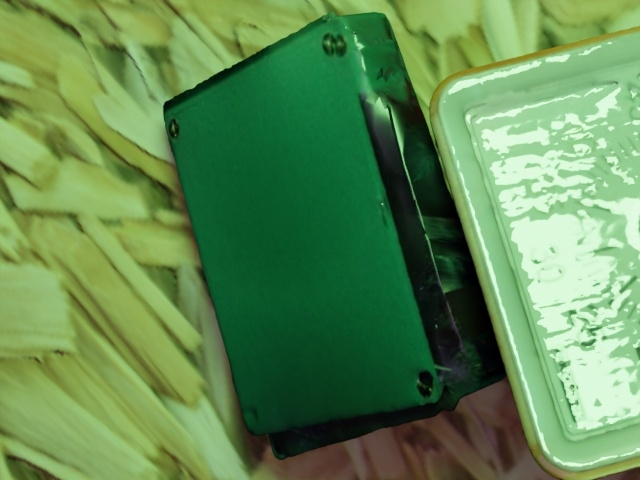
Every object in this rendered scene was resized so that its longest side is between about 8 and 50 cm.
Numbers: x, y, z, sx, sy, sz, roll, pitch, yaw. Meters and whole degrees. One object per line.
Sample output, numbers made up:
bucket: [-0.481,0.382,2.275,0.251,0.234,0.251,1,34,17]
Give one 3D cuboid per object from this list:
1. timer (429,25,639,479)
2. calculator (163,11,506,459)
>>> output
timer: [0.226,0.000,0.867,0.250,0.161,0.257,-19,72,12]
calculator: [0.000,0.000,0.958,0.248,0.058,0.274,-24,82,51]
